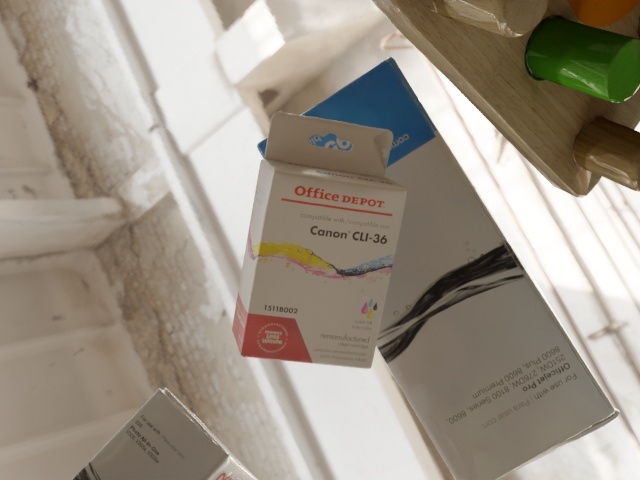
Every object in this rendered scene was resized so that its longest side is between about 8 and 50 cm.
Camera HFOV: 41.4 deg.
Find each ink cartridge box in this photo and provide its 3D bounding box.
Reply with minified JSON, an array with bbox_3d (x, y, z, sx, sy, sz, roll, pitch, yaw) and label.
[{"bbox_3d":[0.000,0.000,0.709,0.115,0.198,0.067,7,-168,-14],"label":"ink cartridge box"},{"bbox_3d":[-0.218,0.334,0.971,0.122,0.289,0.211,38,165,22],"label":"ink cartridge box"},{"bbox_3d":[0.126,0.037,0.916,0.394,0.166,0.285,59,-172,8],"label":"ink cartridge box"}]

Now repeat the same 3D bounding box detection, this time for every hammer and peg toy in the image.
[{"bbox_3d":[0.144,-0.206,0.472,0.361,0.266,0.127,33,-178,-44],"label":"hammer and peg toy"}]
